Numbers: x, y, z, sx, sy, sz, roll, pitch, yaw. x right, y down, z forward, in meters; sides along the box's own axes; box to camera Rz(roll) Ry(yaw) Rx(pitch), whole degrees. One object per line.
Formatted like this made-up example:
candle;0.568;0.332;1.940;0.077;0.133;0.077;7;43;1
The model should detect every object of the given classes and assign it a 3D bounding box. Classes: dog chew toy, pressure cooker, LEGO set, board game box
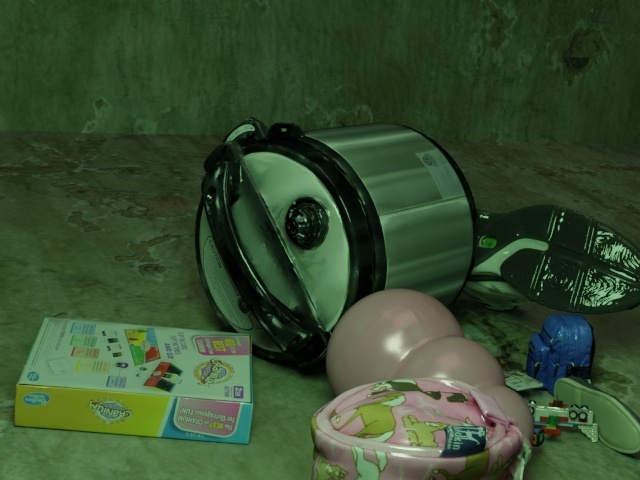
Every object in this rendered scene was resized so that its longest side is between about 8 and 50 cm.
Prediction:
dog chew toy;0.157;0.206;1.629;0.206;0.207;0.332;-8;31;-38
pressure cooker;0.003;-0.004;1.906;0.370;0.375;0.420;24;24;34
LEGO set;0.288;0.259;1.772;0.182;0.060;0.244;-6;13;-26
board game box;-0.256;0.195;1.696;0.316;0.064;0.242;6;18;-5

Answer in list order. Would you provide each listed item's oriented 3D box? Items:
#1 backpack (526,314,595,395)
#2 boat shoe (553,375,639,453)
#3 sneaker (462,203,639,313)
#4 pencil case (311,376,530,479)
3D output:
backpack;0.385;0.179;1.898;0.101;0.120;0.098;4;19;-11
boat shoe;0.431;0.252;1.771;0.065;0.075;0.206;-5;17;-24
sneaker;0.383;0.045;2.080;0.447;0.169;0.257;13;-9;33
pencil case;0.080;0.313;0.974;0.167;0.386;0.160;8;14;38
